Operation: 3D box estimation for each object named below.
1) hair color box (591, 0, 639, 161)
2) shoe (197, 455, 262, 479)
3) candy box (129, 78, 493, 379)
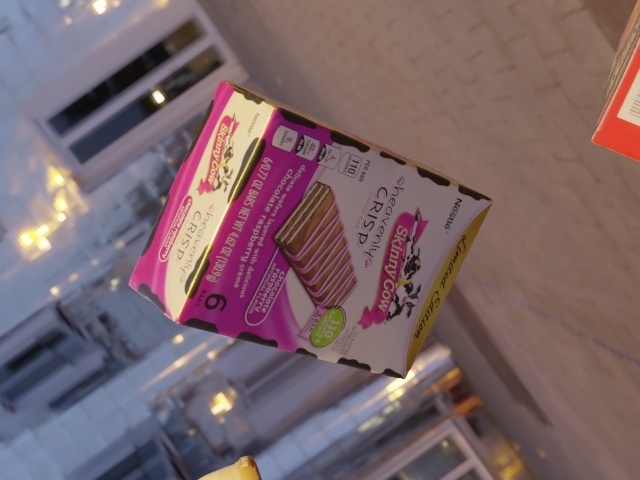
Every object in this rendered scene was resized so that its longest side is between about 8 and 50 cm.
[{"bbox_3d":[0.175,-0.098,0.642,0.043,0.072,0.141,23,-147,6],"label":"hair color box"},{"bbox_3d":[-0.037,0.254,0.875,0.076,0.058,0.219,-158,49,-79],"label":"shoe"},{"bbox_3d":[0.000,0.000,0.923,0.233,0.159,0.071,18,-169,-43],"label":"candy box"}]
